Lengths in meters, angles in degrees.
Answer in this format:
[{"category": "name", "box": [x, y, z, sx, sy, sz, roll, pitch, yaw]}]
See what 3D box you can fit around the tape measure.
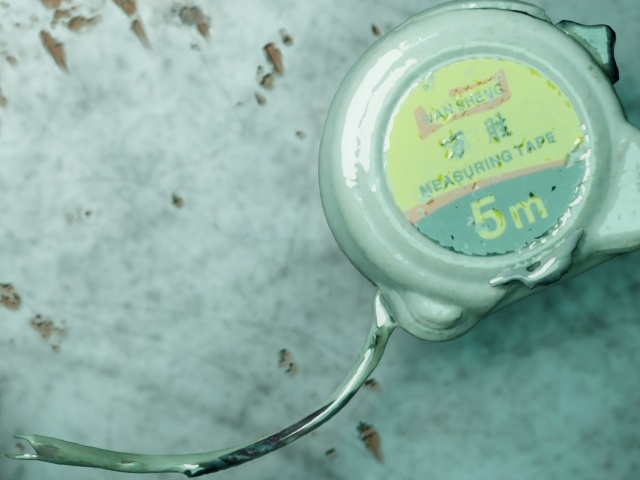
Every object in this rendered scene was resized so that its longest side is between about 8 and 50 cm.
[{"category": "tape measure", "box": [0.000, 0.001, 0.704, 0.330, 0.084, 0.164, -22, 82, -1]}]
